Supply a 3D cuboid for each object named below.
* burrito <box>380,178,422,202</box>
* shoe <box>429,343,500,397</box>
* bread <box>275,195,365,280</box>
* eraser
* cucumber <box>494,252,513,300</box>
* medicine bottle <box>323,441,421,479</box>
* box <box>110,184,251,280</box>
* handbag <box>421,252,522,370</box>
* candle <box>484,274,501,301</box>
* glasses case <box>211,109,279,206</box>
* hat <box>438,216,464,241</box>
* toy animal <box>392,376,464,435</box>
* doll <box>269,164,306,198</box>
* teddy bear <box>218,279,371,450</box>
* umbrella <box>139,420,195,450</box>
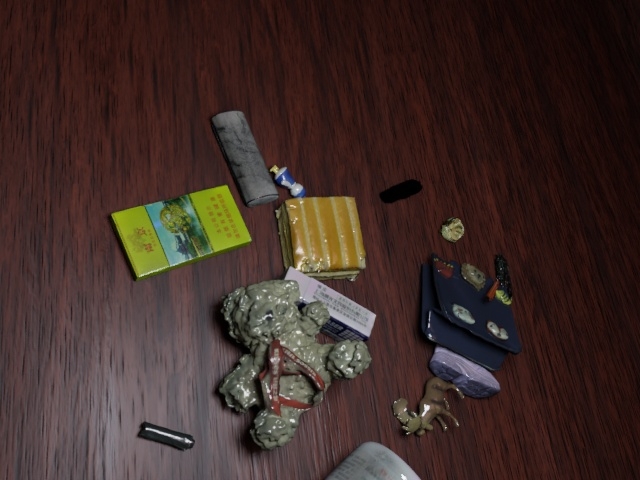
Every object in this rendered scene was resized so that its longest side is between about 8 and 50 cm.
[{"bbox_3d":[0.282,-0.169,1.916,0.188,0.045,0.058,-23,87,-35],"label":"burrito"},{"bbox_3d":[0.450,0.385,1.725,0.245,0.095,0.137,30,50,-10],"label":"shoe"},{"bbox_3d":[0.000,0.000,1.658,0.239,0.111,0.246,-3,72,-25],"label":"bread"},{"bbox_3d":[0.002,0.191,1.562,0.287,0.130,0.086,30,57,-10],"label":"eraser"},{"bbox_3d":[0.641,0.129,1.961,0.053,0.053,0.181,14,61,-21],"label":"cucumber"},{"bbox_3d":[0.086,0.669,1.311,0.325,0.256,0.256,-36,87,-27],"label":"medicine bottle"},{"bbox_3d":[-0.373,-0.027,1.521,0.335,0.047,0.187,-19,78,-31],"label":"box"},{"bbox_3d":[0.465,0.205,1.751,0.303,0.122,0.329,27,40,-14],"label":"handbag"},{"bbox_3d":[0.548,0.151,1.762,0.026,0.021,0.167,31,32,16],"label":"candle"},{"bbox_3d":[-0.226,-0.250,1.686,0.114,0.060,0.299,-16,76,-30],"label":"glasses case"},{"bbox_3d":[0.450,-0.036,1.934,0.077,0.059,0.076,-37,103,-29],"label":"hat"},{"bbox_3d":[0.307,0.486,1.615,0.186,0.094,0.214,35,49,-14],"label":"toy animal"},{"bbox_3d":[-0.096,-0.176,1.718,0.143,0.058,0.099,43,18,-12],"label":"doll"},{"bbox_3d":[-0.112,0.268,1.393,0.357,0.224,0.367,-38,94,-11],"label":"teddy bear"},{"bbox_3d":[-0.360,0.462,1.315,0.133,0.031,0.036,24,86,-16],"label":"umbrella"}]
